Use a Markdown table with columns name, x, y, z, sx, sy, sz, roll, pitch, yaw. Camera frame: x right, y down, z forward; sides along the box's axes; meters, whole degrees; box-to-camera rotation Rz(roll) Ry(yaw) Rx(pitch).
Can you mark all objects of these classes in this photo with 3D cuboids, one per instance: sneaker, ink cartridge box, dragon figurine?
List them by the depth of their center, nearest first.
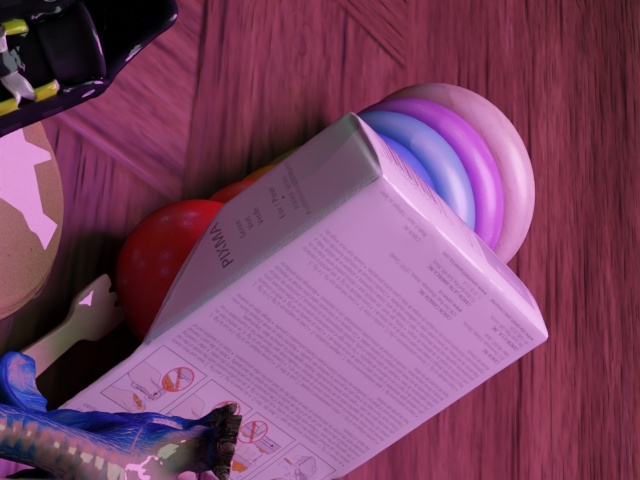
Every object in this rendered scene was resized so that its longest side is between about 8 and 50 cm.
| name | x | y | z | sx | sy | sz | roll | pitch | yaw |
| --- | --- | --- | --- | --- | --- | --- | --- | --- | --- |
| sneaker | -0.146 | -0.088 | 0.746 | 0.234 | 0.097 | 0.084 | -41 | 118 | -49 |
| dragon figurine | -0.115 | 0.100 | 0.763 | 0.289 | 0.144 | 0.085 | 147 | -43 | -85 |
| ink cartridge box | -0.016 | 0.057 | 0.890 | 0.181 | 0.224 | 0.056 | 42 | 20 | -44 |

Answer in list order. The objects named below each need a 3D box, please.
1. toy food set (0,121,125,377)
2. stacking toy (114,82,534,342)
| name | x | y | z | sx | sy | sz | roll | pitch | yaw |
| --- | --- | --- | --- | --- | --- | --- | --- | --- | --- |
| toy food set | -0.172 | -0.021 | 0.820 | 0.132 | 0.038 | 0.192 | -40 | 117 | -50 |
| stacking toy | 0.000 | 0.000 | 1.015 | 0.330 | 0.141 | 0.141 | -25 | 99 | -54 |
